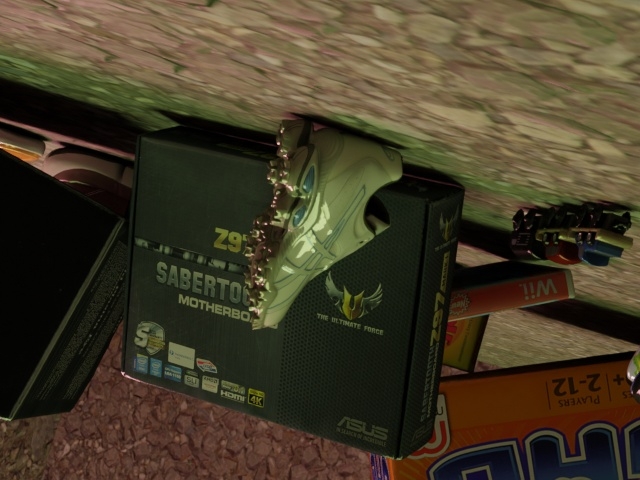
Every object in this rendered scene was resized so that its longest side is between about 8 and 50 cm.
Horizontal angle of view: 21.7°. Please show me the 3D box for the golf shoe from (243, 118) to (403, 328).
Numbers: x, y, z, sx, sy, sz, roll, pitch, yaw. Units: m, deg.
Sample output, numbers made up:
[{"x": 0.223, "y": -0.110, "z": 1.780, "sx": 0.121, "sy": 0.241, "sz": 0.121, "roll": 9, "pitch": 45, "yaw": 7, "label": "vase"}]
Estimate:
[{"x": 0.000, "y": 0.000, "z": 1.053, "sx": 0.086, "sy": 0.069, "sz": 0.176, "roll": 5, "pitch": 142, "yaw": -14, "label": "golf shoe"}]

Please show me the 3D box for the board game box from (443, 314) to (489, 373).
[{"x": 0.089, "y": 0.075, "z": 1.817, "sx": 0.181, "sy": 0.092, "sz": 0.043, "roll": 15, "pitch": 174, "yaw": 16, "label": "board game box"}]

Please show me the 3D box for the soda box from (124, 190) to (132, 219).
[{"x": -0.045, "y": -0.019, "z": 1.342, "sx": 0.210, "sy": 0.067, "sz": 0.071, "roll": 18, "pitch": 175, "yaw": -15, "label": "soda box"}]

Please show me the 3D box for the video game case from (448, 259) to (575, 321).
[{"x": 0.041, "y": 0.056, "z": 1.348, "sx": 0.285, "sy": 0.025, "sz": 0.204, "roll": -11, "pitch": -177, "yaw": -7, "label": "video game case"}]

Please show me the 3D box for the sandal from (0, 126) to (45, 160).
[{"x": -0.351, "y": -0.075, "z": 1.660, "sx": 0.102, "sy": 0.076, "sz": 0.265, "roll": 19, "pitch": 175, "yaw": -25, "label": "sandal"}]

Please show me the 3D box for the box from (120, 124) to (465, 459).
[{"x": -0.025, "y": 0.031, "z": 1.152, "sx": 0.233, "sy": 0.183, "sz": 0.059, "roll": 14, "pitch": -163, "yaw": 25, "label": "box"}]

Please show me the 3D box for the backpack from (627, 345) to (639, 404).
[{"x": 0.315, "y": 0.102, "z": 1.353, "sx": 0.114, "sy": 0.105, "sz": 0.084, "roll": 19, "pitch": -163, "yaw": -35, "label": "backpack"}]

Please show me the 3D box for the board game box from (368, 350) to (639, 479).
[{"x": 0.250, "y": 0.311, "z": 1.784, "sx": 0.357, "sy": 0.356, "sz": 0.356, "roll": -7, "pitch": 176, "yaw": -3, "label": "board game box"}]

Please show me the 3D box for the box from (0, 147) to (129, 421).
[{"x": -0.330, "y": -0.009, "z": 1.366, "sx": 0.343, "sy": 0.179, "sz": 0.312, "roll": 29, "pitch": 176, "yaw": 2, "label": "box"}]

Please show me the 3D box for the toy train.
[{"x": 0.155, "y": -0.002, "z": 1.054, "sx": 0.027, "sy": 0.036, "sz": 0.158, "roll": 17, "pitch": 175, "yaw": -14, "label": "toy train"}]

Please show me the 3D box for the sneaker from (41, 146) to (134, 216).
[{"x": -0.145, "y": 0.023, "z": 1.581, "sx": 0.281, "sy": 0.162, "sz": 0.106, "roll": 16, "pitch": 175, "yaw": 9, "label": "sneaker"}]
